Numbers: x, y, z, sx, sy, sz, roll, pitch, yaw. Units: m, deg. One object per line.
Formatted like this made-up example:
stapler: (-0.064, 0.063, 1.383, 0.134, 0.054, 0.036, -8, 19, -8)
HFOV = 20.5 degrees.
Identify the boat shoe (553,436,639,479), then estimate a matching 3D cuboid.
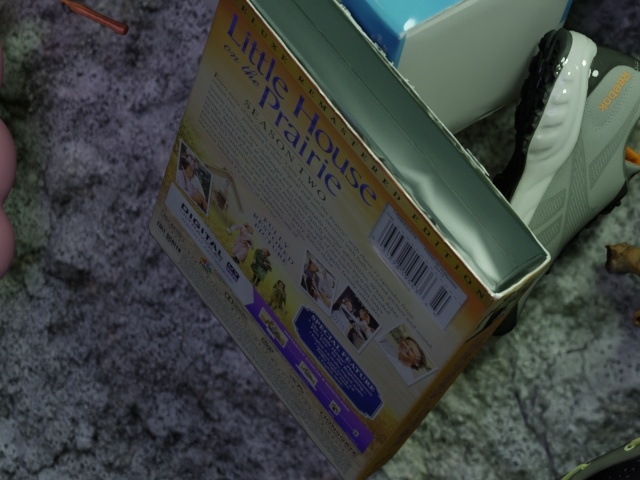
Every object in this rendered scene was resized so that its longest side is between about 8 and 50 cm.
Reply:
boat shoe: (0.221, 0.228, 1.408, 0.305, 0.091, 0.109, -40, 72, 30)

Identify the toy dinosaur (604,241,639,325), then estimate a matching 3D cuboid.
toy dinosaur: (0.302, 0.043, 1.354, 0.211, 0.064, 0.112, 7, 96, 34)

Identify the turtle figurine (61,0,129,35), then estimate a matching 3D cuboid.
turtle figurine: (-0.218, -0.321, 1.672, 0.269, 0.087, 0.217, 41, 108, 35)

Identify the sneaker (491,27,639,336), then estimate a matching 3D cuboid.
sneaker: (0.189, -0.032, 1.407, 0.108, 0.100, 0.271, 14, 121, -8)

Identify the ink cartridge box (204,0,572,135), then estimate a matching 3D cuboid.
ink cartridge box: (0.039, -0.230, 1.391, 0.270, 0.197, 0.198, 51, 154, 20)

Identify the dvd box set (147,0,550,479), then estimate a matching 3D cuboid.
dvd box set: (0.000, 0.000, 1.406, 0.307, 0.062, 0.420, 50, 154, 13)

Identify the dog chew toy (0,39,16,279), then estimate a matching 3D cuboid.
dog chew toy: (-0.394, -0.092, 1.755, 0.207, 0.207, 0.331, -13, 95, 35)
